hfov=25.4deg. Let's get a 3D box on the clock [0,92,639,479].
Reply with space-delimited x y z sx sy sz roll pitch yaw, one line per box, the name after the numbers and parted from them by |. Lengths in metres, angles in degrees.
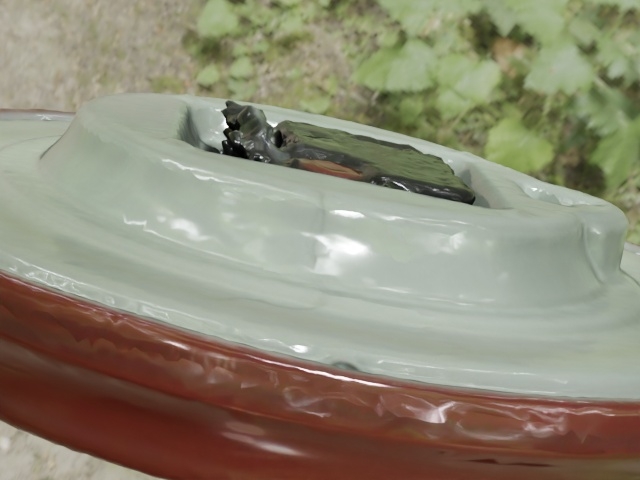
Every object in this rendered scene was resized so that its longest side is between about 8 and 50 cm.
0.000 0.000 0.471 0.318 0.318 0.080 7 101 -20 | clock
